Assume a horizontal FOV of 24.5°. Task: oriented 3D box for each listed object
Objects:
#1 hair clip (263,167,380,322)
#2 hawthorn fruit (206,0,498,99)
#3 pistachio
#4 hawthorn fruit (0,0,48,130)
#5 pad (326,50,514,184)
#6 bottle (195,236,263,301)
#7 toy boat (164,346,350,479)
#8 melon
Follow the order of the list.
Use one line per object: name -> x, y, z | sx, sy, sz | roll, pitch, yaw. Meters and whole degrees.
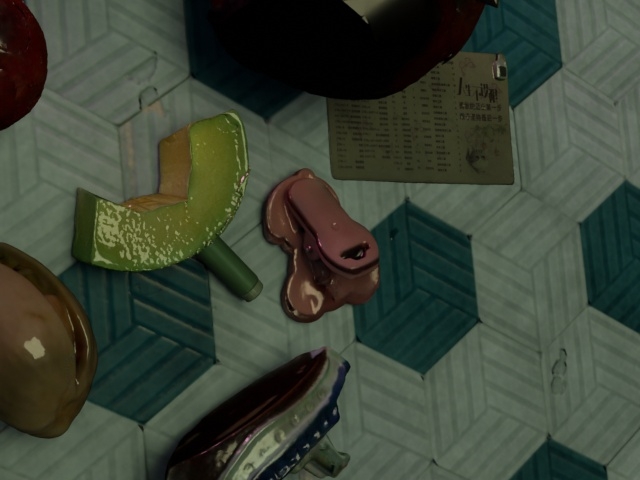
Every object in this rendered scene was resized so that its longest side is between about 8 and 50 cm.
hair clip -> -0.004, 0.006, 1.554 | 0.123, 0.102, 0.138 | -27, 66, -36
hawthorn fruit -> 0.023, -0.280, 1.464 | 0.316, 0.316, 0.315 | 6, 80, -34
pistachio -> -0.269, 0.088, 1.316 | 0.124, 0.124, 0.185 | -25, 81, -34
hawthorn fruit -> -0.307, -0.161, 1.287 | 0.148, 0.172, 0.148 | -3, 100, -17
pad -> 0.118, -0.144, 1.671 | 0.265, 0.009, 0.159 | 0, 84, -34
bottle -> -0.093, 0.026, 1.488 | 0.083, 0.030, 0.030 | 47, 61, -21
toy boat -> -0.052, 0.212, 1.440 | 0.262, 0.114, 0.115 | -35, 107, -32
melon -> -0.155, -0.039, 1.439 | 0.209, 0.064, 0.118 | -28, 100, -31
